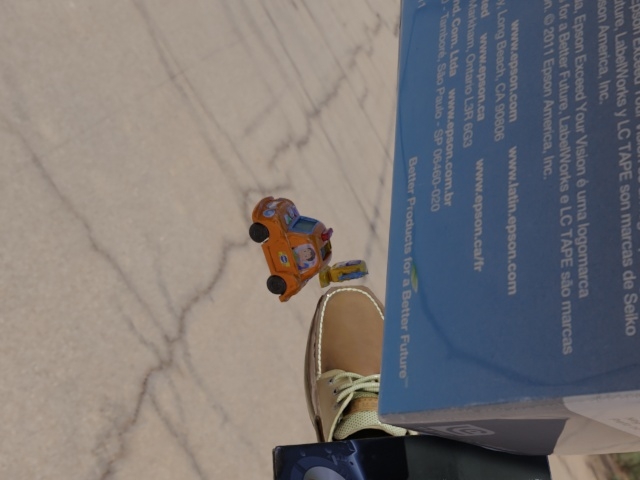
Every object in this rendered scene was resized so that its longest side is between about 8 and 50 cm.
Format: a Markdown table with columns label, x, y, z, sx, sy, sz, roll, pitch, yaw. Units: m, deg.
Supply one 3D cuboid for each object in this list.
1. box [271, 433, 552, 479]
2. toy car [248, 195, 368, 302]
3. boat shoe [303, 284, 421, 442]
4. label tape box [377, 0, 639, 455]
| label | x | y | z | sx | sy | sz | roll | pitch | yaw |
| --- | --- | --- | --- | --- | --- | --- | --- | --- | --- |
| box | 0.048 | 0.176 | 0.571 | 0.180 | 0.147 | 0.077 | 91 | -6 | -62 |
| toy car | 0.000 | 0.000 | 0.570 | 0.122 | 0.040 | 0.060 | -10 | 88 | -70 |
| boat shoe | 0.052 | 0.184 | 0.934 | 0.120 | 0.122 | 0.324 | 92 | -9 | -59 |
| label tape box | 0.187 | -0.058 | 0.352 | 0.115 | 0.348 | 0.249 | 24 | 62 | -41 |
